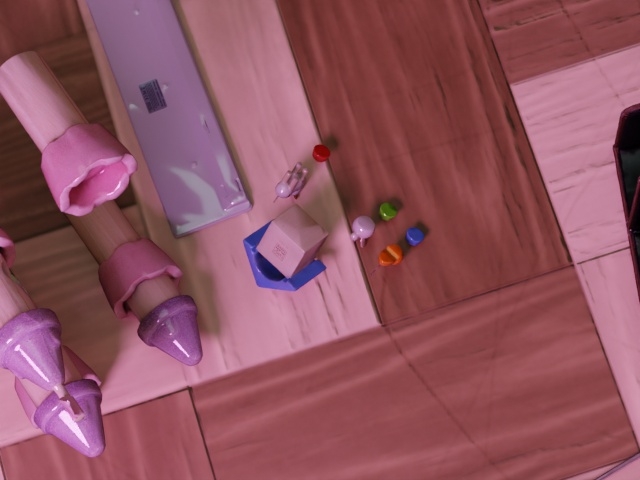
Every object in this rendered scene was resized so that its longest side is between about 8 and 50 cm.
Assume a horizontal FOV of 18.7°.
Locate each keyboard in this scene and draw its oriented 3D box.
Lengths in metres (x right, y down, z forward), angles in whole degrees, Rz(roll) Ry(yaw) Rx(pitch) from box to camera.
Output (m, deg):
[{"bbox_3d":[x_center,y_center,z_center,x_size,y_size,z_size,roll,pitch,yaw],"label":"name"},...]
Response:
[{"bbox_3d":[-0.135,-0.128,1.676,0.072,0.014,0.256,-23,73,4],"label":"keyboard"}]

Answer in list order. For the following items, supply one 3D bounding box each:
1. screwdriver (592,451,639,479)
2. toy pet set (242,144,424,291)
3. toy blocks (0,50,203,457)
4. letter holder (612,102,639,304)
[{"bbox_3d":[0.225,0.192,1.548,0.170,0.024,0.025,-25,103,-9],"label":"screwdriver"},{"bbox_3d":[0.000,0.000,1.613,0.122,0.065,0.114,43,47,12],"label":"toy pet set"},{"bbox_3d":[-0.243,0.079,1.479,0.309,0.288,0.260,-33,68,-8],"label":"toy blocks"},{"bbox_3d":[0.392,-0.056,1.500,0.301,0.214,0.152,-8,73,3],"label":"letter holder"}]
